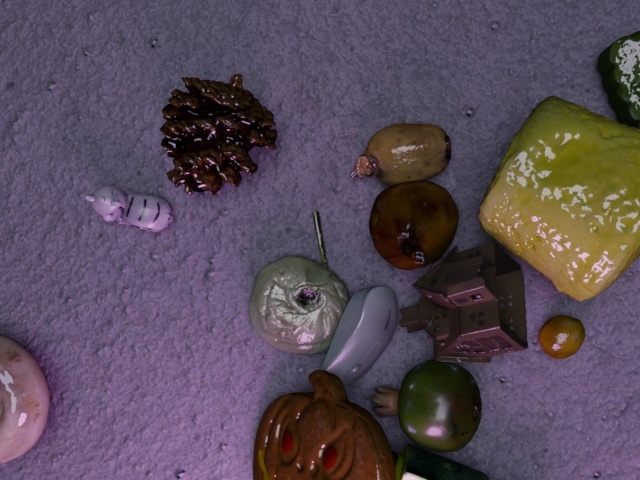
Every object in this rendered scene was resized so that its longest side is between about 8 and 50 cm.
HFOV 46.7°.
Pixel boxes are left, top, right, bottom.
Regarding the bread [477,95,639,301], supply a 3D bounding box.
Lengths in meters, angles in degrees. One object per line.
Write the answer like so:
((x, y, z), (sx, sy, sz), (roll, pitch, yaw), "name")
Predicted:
((0.481, -0.085, 1.402), (0.307, 0.348, 0.348), (30, 89, 9), "bread")

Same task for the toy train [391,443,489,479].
((0.210, 0.559, 1.445), (0.442, 0.179, 0.272), (20, 101, 6), "toy train")

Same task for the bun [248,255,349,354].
((-0.049, 0.136, 1.543), (0.221, 0.108, 0.221), (0, 87, 5), "bun")

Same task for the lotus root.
((0.167, -0.177, 1.544), (0.220, 0.118, 0.125), (-10, 69, 1), "lotus root")

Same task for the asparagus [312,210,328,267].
((0.000, 0.000, 1.594), (0.015, 0.018, 0.127), (-12, 85, 29), "asparagus")

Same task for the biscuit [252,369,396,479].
((-0.011, 0.425, 1.415), (0.070, 0.394, 0.350), (10, 76, -37), "biscuit")

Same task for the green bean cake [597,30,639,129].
((0.715, -0.334, 1.504), (0.248, 0.125, 0.222), (-22, 87, 5), "green bean cake")

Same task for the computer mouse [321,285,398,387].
((0.090, 0.200, 1.518), (0.079, 0.128, 0.231), (23, 92, 46), "computer mouse")

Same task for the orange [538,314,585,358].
((0.494, 0.195, 1.510), (0.095, 0.085, 0.085), (-34, 85, 4), "orange")

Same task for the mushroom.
((-0.716, 0.332, 1.495), (0.297, 0.290, 0.298), (0, 86, 4), "mushroom")

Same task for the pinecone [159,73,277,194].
((-0.212, -0.218, 1.527), (0.243, 0.243, 0.257), (30, 132, 6), "pinecone")

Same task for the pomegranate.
((0.210, 0.330, 1.491), (0.225, 0.187, 0.187), (-1, 86, 28), "pomegranate")

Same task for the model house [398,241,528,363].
((0.256, 0.125, 1.475), (0.243, 0.204, 0.211), (-19, 49, 33), "model house")

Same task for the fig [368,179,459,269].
((0.174, -0.035, 1.447), (0.190, 0.290, 0.191), (-1, 88, 16), "fig")

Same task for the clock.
((-0.406, -0.069, 1.580), (0.176, 0.117, 0.080), (13, 88, 5), "clock")
